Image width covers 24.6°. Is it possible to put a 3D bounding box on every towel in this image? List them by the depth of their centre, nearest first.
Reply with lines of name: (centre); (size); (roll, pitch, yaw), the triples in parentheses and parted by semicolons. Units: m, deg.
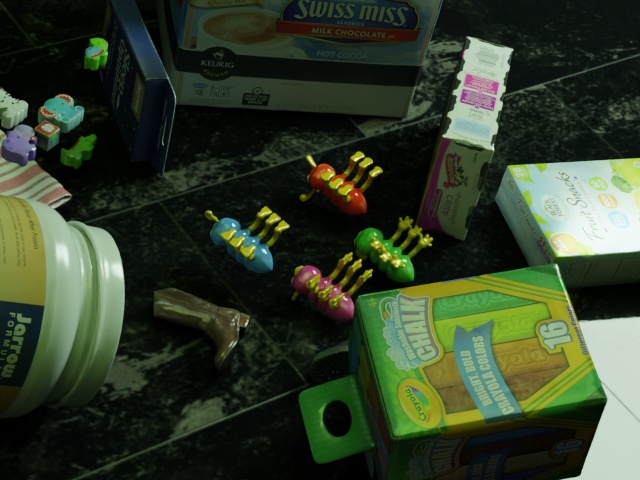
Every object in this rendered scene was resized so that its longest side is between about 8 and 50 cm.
towel: (-0.418, -0.084, 1.791); (0.144, 0.029, 0.197); (-27, 57, -38)

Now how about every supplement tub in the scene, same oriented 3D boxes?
supplement tub: (-0.379, 0.059, 1.469); (0.316, 0.228, 0.228); (9, 40, -32)

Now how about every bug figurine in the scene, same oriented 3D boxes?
bug figurine: (0.000, 0.000, 1.793); (0.216, 0.072, 0.279); (42, 43, 18)

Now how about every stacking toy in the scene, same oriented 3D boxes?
stacking toy: (-0.330, -0.132, 1.728); (0.052, 0.167, 0.221); (29, 41, 14)

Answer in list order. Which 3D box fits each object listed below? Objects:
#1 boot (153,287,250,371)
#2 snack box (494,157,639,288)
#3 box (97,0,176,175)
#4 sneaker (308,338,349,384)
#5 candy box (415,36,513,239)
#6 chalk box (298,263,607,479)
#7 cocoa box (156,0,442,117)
boot: (-0.146, 0.098, 1.670); (0.114, 0.037, 0.106); (21, 29, 1)
snack box: (0.358, -0.024, 1.926); (0.207, 0.070, 0.174); (-5, 47, -19)
box: (-0.239, -0.202, 1.888); (0.036, 0.136, 0.225); (-7, 46, -24)
sneaker: (0.066, 0.121, 1.699); (0.170, 0.051, 0.089); (-13, 22, -3)
candy box: (0.190, -0.137, 1.930); (0.071, 0.159, 0.233); (15, 42, 1)
chalk box: (0.126, 0.162, 1.542); (0.289, 0.179, 0.180); (-10, 55, -9)
cocoa box: (-0.035, -0.334, 2.021); (0.347, 0.228, 0.231); (3, 44, -14)
